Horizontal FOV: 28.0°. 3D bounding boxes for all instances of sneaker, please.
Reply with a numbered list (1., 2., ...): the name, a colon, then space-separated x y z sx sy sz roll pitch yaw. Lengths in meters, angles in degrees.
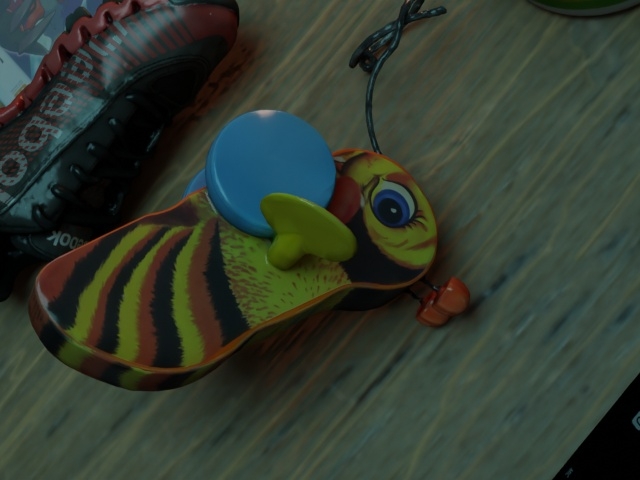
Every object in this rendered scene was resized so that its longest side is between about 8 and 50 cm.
1. sneaker: -0.153 -0.057 0.827 0.276 0.097 0.135 -34 63 14

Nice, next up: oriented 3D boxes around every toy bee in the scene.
1. toy bee: 0.000 0.000 0.706 0.298 0.195 0.162 -40 87 -3

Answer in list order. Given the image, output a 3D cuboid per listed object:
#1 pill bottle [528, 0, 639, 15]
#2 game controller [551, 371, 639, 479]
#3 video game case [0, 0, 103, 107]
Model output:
1. pill bottle: 0.120 -0.227 0.667 0.136 0.246 0.136 -7 71 23
2. game controller: 0.155 0.173 0.571 0.166 0.067 0.319 47 123 27
3. video game case: -0.193 -0.207 0.932 0.201 0.023 0.183 -47 62 5
